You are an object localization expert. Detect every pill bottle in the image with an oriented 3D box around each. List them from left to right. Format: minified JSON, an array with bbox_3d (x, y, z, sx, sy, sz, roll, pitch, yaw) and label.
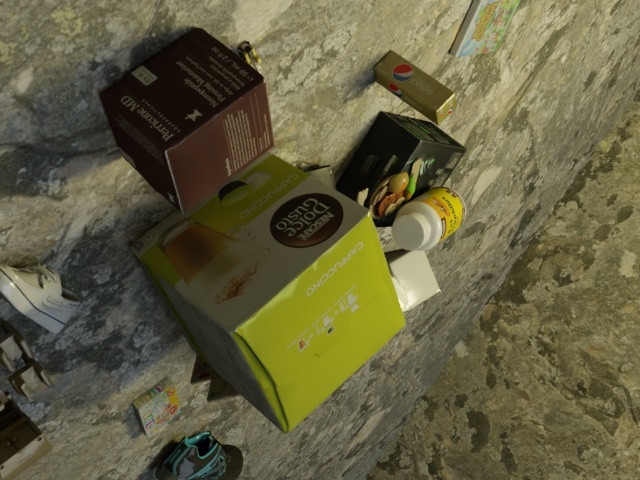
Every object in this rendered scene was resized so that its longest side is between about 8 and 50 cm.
[{"bbox_3d":[0.249,-0.048,2.067,0.215,0.117,0.117,-30,150,-54],"label":"pill bottle"}]

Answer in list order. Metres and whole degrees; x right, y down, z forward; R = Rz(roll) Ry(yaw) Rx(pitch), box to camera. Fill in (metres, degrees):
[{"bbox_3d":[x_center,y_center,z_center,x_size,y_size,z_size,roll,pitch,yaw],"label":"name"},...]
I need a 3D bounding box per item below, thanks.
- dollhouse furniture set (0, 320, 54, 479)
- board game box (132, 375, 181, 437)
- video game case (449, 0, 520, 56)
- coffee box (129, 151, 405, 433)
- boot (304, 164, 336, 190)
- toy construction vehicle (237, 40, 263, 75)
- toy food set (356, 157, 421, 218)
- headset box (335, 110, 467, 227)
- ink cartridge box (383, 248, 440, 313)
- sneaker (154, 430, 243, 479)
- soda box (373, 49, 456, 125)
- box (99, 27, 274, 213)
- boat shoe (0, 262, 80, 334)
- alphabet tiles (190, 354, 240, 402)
[{"bbox_3d":[-0.587,0.275,1.528,0.212,0.161,0.242,-37,130,-25],"label":"dollhouse furniture set"},{"bbox_3d":[-0.386,0.396,2.100,0.103,0.026,0.154,-37,152,-24],"label":"board game box"},{"bbox_3d":[0.406,-0.537,2.095,0.193,0.023,0.212,-20,142,-46],"label":"video game case"},{"bbox_3d":[-0.090,0.090,1.705,0.337,0.334,0.338,-40,138,-19],"label":"coffee box"},{"bbox_3d":[0.024,-0.064,1.974,0.076,0.209,0.189,-19,-179,11],"label":"boot"},{"bbox_3d":[-0.140,-0.294,1.528,0.086,0.035,0.098,-43,154,-14],"label":"toy construction vehicle"},{"bbox_3d":[0.161,-0.097,1.989,0.192,0.038,0.132,-30,147,-28],"label":"toy food set"},{"bbox_3d":[0.186,-0.164,2.131,0.283,0.131,0.246,-3,129,-57],"label":"headset box"},{"bbox_3d":[0.090,0.134,2.081,0.307,0.129,0.223,-27,-172,-38],"label":"ink cartridge box"},{"bbox_3d":[-0.296,0.593,2.409,0.140,0.125,0.341,-59,156,9],"label":"sneaker"},{"bbox_3d":[0.199,-0.322,1.870,0.061,0.181,0.058,-45,155,-11],"label":"soda box"},{"bbox_3d":[-0.204,-0.191,1.409,0.203,0.168,0.167,-40,154,-21],"label":"box"},{"bbox_3d":[-0.471,0.077,1.458,0.084,0.095,0.258,-49,166,-12],"label":"boat shoe"},{"bbox_3d":[-0.123,0.207,1.912,0.342,0.285,0.011,-16,132,24],"label":"alphabet tiles"}]
